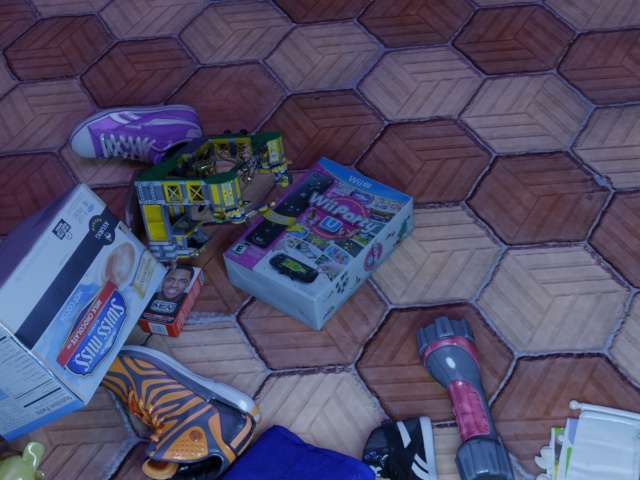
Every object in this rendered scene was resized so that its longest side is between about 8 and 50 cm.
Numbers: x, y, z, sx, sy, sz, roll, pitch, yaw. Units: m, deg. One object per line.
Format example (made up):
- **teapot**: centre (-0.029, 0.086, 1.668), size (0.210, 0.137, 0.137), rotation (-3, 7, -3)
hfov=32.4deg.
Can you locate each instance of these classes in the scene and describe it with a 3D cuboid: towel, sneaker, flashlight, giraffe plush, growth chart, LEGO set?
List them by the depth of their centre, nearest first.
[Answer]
- **towel**: centre (-0.087, 0.426, 1.680), size (0.227, 0.076, 0.308), rotation (15, 43, 42)
- **sneaker**: centre (0.125, 0.375, 1.727), size (0.121, 0.079, 0.217), rotation (-8, 38, 6)
- **growth chart**: centre (0.427, 0.349, 1.734), size (0.172, 0.021, 0.237), rotation (14, 51, 21)
- **giraffe plush**: centre (-0.533, 0.378, 1.778), size (0.170, 0.181, 0.210), rotation (2, 33, -18)
- **flashlight**: centre (0.231, 0.265, 1.787), size (0.103, 0.103, 0.304), rotation (-9, 46, -1)
- **sneaker**: centre (-0.273, 0.293, 1.825), size (0.321, 0.125, 0.180), rotation (16, 51, 22)
- **LEGO set**: centre (-0.191, -0.069, 2.090), size (0.255, 0.192, 0.331), rotation (-3, 24, 14)
- **sneaker**: centre (-0.352, -0.078, 2.225), size (0.071, 0.066, 0.188), rotation (-1, 48, 2)
- **sneaker**: centre (-0.387, -0.204, 2.315), size (0.282, 0.102, 0.161), rotation (-13, 42, -3)

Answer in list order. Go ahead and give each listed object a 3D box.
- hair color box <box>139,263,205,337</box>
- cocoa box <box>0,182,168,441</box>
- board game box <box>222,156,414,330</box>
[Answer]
- **hair color box**: centre (-0.274, 0.110, 2.052), size (0.072, 0.043, 0.141), rotation (8, 48, 17)
- **cocoa box**: centre (-0.462, 0.120, 1.862), size (0.231, 0.228, 0.347), rotation (-27, 24, 36)
- **board game box**: centre (0.000, 0.000, 2.078), size (0.224, 0.097, 0.303), rotation (26, 55, 29)
